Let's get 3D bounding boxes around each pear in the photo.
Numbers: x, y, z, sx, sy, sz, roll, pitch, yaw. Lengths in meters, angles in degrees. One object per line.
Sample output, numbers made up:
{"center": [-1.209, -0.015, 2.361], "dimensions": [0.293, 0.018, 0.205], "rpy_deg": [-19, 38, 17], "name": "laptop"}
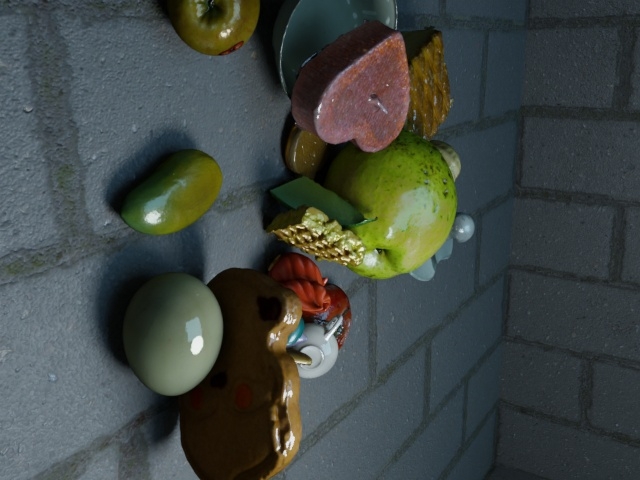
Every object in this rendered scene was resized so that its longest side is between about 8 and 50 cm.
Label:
{"center": [0.170, -0.083, 1.688], "dimensions": [0.391, 0.390, 0.391], "rpy_deg": [-23, 117, -53], "name": "pear"}

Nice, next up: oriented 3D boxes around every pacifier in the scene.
{"center": [0.381, -0.036, 2.140], "dimensions": [0.288, 0.269, 0.343], "rpy_deg": [59, 42, -14], "name": "pacifier"}

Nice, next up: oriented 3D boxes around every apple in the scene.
{"center": [-0.195, -0.432, 1.182], "dimensions": [0.155, 0.182, 0.183], "rpy_deg": [-84, 171, -69], "name": "apple"}

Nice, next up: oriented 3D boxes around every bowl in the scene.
{"center": [0.002, -0.472, 1.458], "dimensions": [0.337, 0.157, 0.337], "rpy_deg": [-28, 140, -27], "name": "bowl"}

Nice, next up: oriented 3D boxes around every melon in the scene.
{"center": [0.012, -0.083, 1.536], "dimensions": [0.114, 0.261, 0.053], "rpy_deg": [-58, 162, -30], "name": "melon"}

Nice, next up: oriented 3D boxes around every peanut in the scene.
{"center": [0.296, -0.236, 1.914], "dimensions": [0.147, 0.305, 0.147], "rpy_deg": [-13, 113, -32], "name": "peanut"}

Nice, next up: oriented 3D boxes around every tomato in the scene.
{"center": [0.018, 0.230, 1.785], "dimensions": [0.228, 0.101, 0.228], "rpy_deg": [-29, 125, -50], "name": "tomato"}

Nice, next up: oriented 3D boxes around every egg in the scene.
{"center": [-0.278, 0.177, 1.217], "dimensions": [0.186, 0.186, 0.242], "rpy_deg": [-16, 122, -55], "name": "egg"}

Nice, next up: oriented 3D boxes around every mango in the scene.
{"center": [-0.279, -0.084, 1.235], "dimensions": [0.237, 0.091, 0.137], "rpy_deg": [-48, 135, -34], "name": "mango"}

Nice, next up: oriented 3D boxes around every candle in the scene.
{"center": [0.101, -0.339, 1.446], "dimensions": [0.316, 0.131, 0.287], "rpy_deg": [7, 114, -51], "name": "candle"}

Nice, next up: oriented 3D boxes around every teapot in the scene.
{"center": [-0.020, 0.279, 1.664], "dimensions": [0.145, 0.092, 0.226], "rpy_deg": [43, 96, -13], "name": "teapot"}

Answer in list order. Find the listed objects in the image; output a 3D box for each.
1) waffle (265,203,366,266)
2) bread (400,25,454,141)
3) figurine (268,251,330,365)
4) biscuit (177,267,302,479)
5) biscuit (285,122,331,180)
{"center": [0.000, 0.001, 1.528], "dimensions": [0.219, 0.229, 0.057], "rpy_deg": [29, 72, -21], "name": "waffle"}
{"center": [0.221, -0.417, 1.818], "dimensions": [0.279, 0.207, 0.279], "rpy_deg": [-55, 142, -35], "name": "bread"}
{"center": [-0.063, 0.159, 1.544], "dimensions": [0.208, 0.180, 0.257], "rpy_deg": [15, 85, -76], "name": "figurine"}
{"center": [-0.173, 0.281, 1.278], "dimensions": [0.078, 0.349, 0.456], "rpy_deg": [9, 76, -41], "name": "biscuit"}
{"center": [-0.037, -0.226, 1.615], "dimensions": [0.170, 0.050, 0.170], "rpy_deg": [-36, 136, -46], "name": "biscuit"}
